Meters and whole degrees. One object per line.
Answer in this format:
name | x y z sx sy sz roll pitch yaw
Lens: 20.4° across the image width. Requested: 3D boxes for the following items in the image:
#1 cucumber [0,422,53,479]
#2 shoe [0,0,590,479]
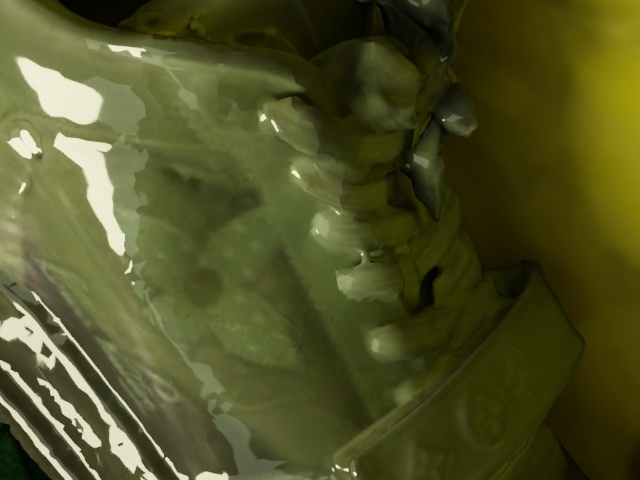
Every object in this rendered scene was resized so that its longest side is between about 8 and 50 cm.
cucumber | -0.124 -0.003 0.524 0.056 0.056 0.284 3 117 29
shoe | 0.001 -0.002 0.412 0.293 0.109 0.149 41 122 -1
